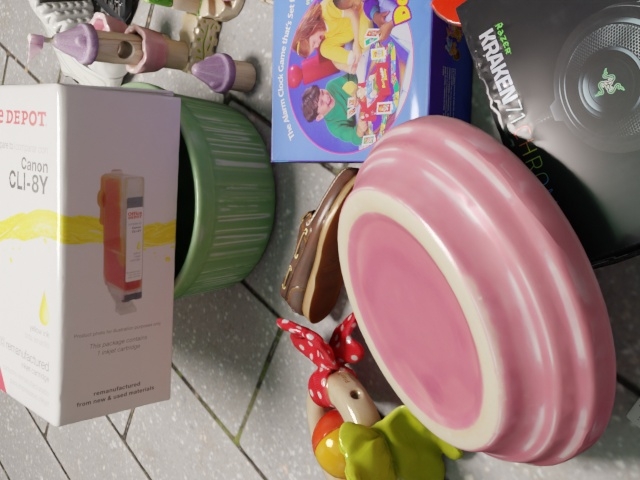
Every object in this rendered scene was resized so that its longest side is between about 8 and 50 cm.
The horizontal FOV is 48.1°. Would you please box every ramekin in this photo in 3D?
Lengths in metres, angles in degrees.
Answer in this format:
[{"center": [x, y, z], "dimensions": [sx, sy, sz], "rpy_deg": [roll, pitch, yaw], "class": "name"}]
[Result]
[{"center": [-0.201, -0.061, 1.006], "dimensions": [0.303, 0.148, 0.304], "rpy_deg": [4, 96, 44], "class": "ramekin"}]

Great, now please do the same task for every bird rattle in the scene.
[{"center": [0.023, 0.212, 0.828], "dimensions": [0.253, 0.143, 0.207], "rpy_deg": [45, 139, 36], "class": "bird rattle"}]

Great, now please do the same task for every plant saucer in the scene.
[{"center": [0.111, 0.057, 0.651], "dimensions": [0.332, 0.084, 0.332], "rpy_deg": [51, 154, 37], "class": "plant saucer"}]

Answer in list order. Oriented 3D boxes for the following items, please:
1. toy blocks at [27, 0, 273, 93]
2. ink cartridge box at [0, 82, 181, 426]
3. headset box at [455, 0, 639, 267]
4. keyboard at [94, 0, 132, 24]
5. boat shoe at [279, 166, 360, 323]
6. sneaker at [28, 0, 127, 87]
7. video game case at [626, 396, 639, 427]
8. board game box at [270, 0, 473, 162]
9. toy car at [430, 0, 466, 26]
[{"center": [-0.227, -0.352, 0.933], "dimensions": [0.309, 0.260, 0.289], "rpy_deg": [32, 114, 39], "class": "toy blocks"}, {"center": [-0.324, -0.003, 0.912], "dimensions": [0.279, 0.160, 0.385], "rpy_deg": [11, 101, 44], "class": "ink cartridge box"}, {"center": [0.283, -0.135, 0.536], "dimensions": [0.283, 0.131, 0.246], "rpy_deg": [-26, 76, 42], "class": "headset box"}, {"center": [-0.399, -0.515, 1.220], "dimensions": [0.317, 0.033, 0.202], "rpy_deg": [44, 136, 33], "class": "keyboard"}, {"center": [0.000, 0.000, 0.865], "dimensions": [0.073, 0.073, 0.207], "rpy_deg": [38, 118, 34], "class": "boat shoe"}, {"center": [-0.431, -0.349, 1.245], "dimensions": [0.292, 0.110, 0.118], "rpy_deg": [51, 137, 26], "class": "sneaker"}, {"center": [0.325, 0.132, 0.598], "dimensions": [0.087, 0.011, 0.122], "rpy_deg": [42, 121, 34], "class": "video game case"}, {"center": [0.052, -0.258, 0.792], "dimensions": [0.233, 0.078, 0.347], "rpy_deg": [7, 98, 44], "class": "board game box"}, {"center": [0.218, -0.307, 0.632], "dimensions": [0.225, 0.053, 0.239], "rpy_deg": [6, 88, 38], "class": "toy car"}]
